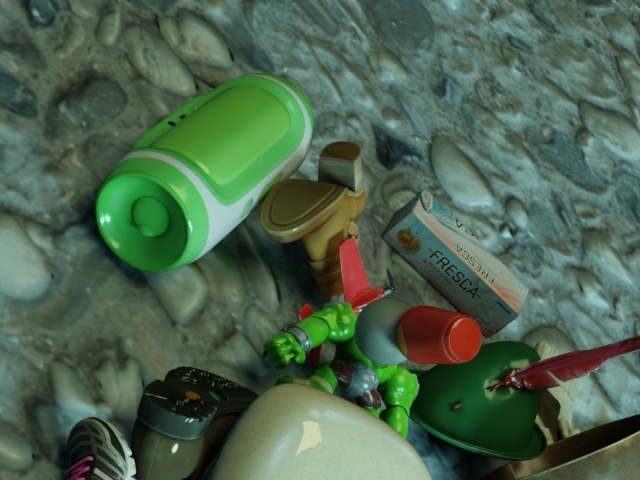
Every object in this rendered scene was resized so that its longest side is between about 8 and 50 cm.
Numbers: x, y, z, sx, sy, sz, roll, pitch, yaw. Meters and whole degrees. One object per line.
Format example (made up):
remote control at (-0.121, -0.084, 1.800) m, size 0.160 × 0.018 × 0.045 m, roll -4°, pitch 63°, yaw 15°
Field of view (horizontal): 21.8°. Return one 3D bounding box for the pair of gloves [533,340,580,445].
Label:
pair of gloves at (0.315, 0.242, 1.961) m, size 0.240 × 0.042 × 0.204 m, roll 50°, pitch 34°, yaw -1°

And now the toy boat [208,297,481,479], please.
toy boat at (0.032, 0.193, 1.555) m, size 0.267 × 0.148 × 0.318 m, roll 43°, pitch 67°, yaw -30°

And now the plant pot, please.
plant pot at (0.306, 0.325, 1.749) m, size 0.215 × 0.215 × 0.230 m, roll -17°, pitch 84°, yaw -54°

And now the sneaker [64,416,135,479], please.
sneaker at (-0.200, 0.217, 1.385) m, size 0.075 × 0.063 × 0.170 m, roll 27°, pitch 44°, yaw -39°

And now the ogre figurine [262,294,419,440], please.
ogre figurine at (0.035, 0.143, 1.691) m, size 0.197 × 0.097 × 0.118 m, roll 35°, pitch 51°, yaw -1°

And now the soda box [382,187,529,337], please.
soda box at (0.163, 0.028, 1.984) m, size 0.183 × 0.058 × 0.063 m, roll 44°, pitch 34°, yaw -9°

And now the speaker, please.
speaker at (-0.113, -0.076, 1.715) m, size 0.131 × 0.131 × 0.296 m, roll 48°, pitch 34°, yaw -2°

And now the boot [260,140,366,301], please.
boot at (0.000, 0.000, 1.765) m, size 0.073 × 0.152 × 0.197 m, roll 14°, pitch 32°, yaw 24°

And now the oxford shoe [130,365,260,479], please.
oxford shoe at (-0.121, 0.172, 1.515) m, size 0.083 × 0.096 × 0.227 m, roll 23°, pitch 11°, yaw 17°

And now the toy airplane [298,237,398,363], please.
toy airplane at (0.024, 0.075, 1.753) m, size 0.151 × 0.151 × 0.028 m, roll 16°, pitch 5°, yaw -39°

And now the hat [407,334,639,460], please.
hat at (0.203, 0.117, 1.773) m, size 0.208 × 0.183 × 0.173 m, roll 16°, pitch 21°, yaw -16°
